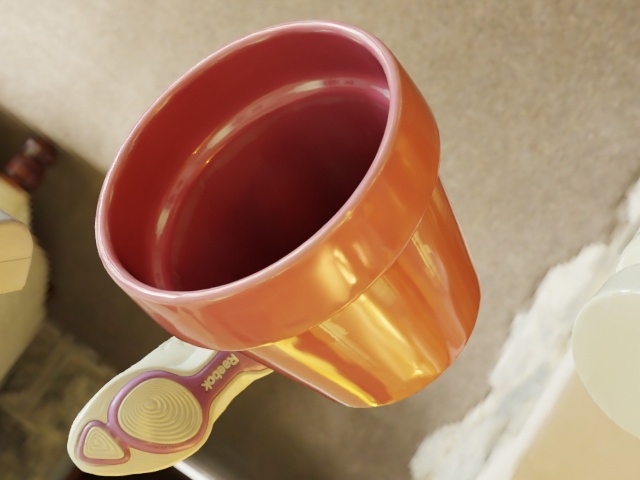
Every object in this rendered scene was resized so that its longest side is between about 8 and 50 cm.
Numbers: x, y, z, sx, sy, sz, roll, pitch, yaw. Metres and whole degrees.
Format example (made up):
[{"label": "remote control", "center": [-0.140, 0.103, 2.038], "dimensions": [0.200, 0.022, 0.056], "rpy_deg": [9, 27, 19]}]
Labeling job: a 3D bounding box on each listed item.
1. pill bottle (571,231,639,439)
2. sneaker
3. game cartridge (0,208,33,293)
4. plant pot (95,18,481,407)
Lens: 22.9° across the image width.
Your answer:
[{"label": "pill bottle", "center": [0.323, 0.028, 1.192], "dimensions": [0.161, 0.283, 0.161], "rpy_deg": [27, 135, 30]}, {"label": "sneaker", "center": [-0.156, 0.170, 1.766], "dimensions": [0.114, 0.305, 0.152], "rpy_deg": [58, 151, -2]}, {"label": "game cartridge", "center": [-0.328, -0.012, 0.915], "dimensions": [0.294, 0.060, 0.196], "rpy_deg": [0, -159, -40]}, {"label": "plant pot", "center": [0.000, 0.000, 0.936], "dimensions": [0.201, 0.201, 0.180], "rpy_deg": [10, 153, 42]}]
